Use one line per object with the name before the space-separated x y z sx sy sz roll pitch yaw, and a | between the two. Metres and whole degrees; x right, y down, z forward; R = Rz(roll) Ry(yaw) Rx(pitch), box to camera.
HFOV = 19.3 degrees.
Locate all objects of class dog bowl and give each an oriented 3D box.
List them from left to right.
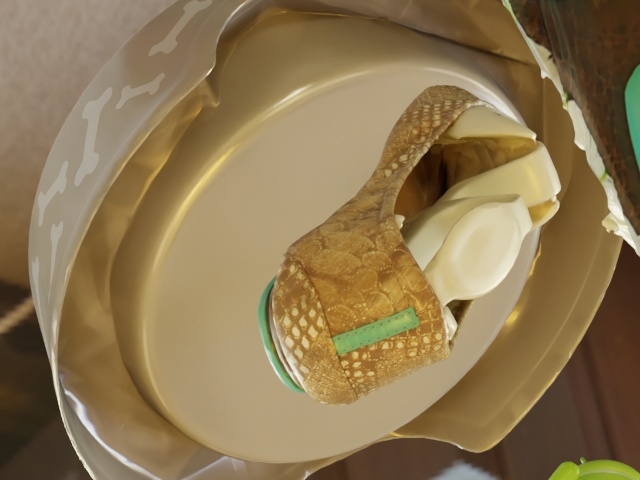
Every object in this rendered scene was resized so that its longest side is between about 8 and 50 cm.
dog bowl | 0.000 0.000 1.033 0.348 0.102 0.349 -17 128 -23

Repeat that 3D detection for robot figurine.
robot figurine | 0.180 0.185 1.191 0.067 0.115 0.101 -38 109 27

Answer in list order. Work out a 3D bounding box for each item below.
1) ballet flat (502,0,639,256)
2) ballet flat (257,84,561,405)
ballet flat | 0.080 -0.035 0.335 0.091 0.241 0.077 -17 157 18
ballet flat | 0.047 -0.005 0.653 0.067 0.206 0.073 -15 110 28
